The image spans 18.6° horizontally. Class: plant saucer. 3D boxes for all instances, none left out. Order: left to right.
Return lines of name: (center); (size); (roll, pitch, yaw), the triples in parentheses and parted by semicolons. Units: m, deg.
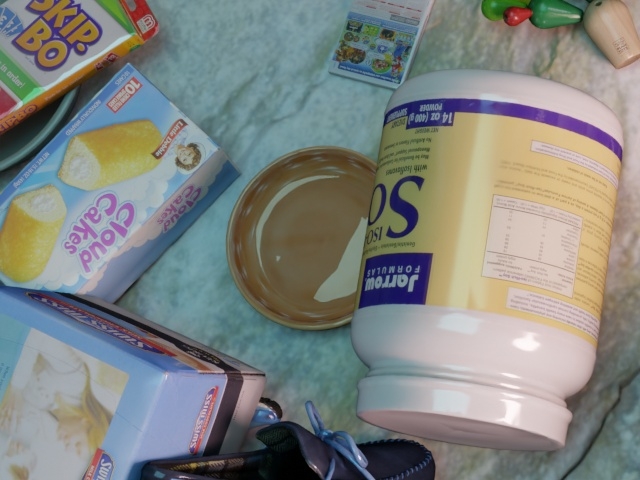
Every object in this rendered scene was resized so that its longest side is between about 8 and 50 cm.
plant saucer: (0.000, 0.000, 2.054); (0.200, 0.037, 0.200); (-4, 75, 15)

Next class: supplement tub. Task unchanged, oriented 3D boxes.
supplement tub: (0.159, 0.023, 1.894); (0.241, 0.241, 0.331); (6, 76, 17)

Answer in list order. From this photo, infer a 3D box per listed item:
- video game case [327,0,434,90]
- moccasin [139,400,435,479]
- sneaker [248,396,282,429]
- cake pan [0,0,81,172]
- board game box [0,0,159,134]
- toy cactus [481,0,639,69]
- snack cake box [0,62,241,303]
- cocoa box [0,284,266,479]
video game case: (0.067, -0.227, 2.110); (0.087, 0.011, 0.122); (16, 80, 18)
moccasin: (-0.021, 0.229, 1.849); (0.137, 0.342, 0.117); (12, 108, 46)
sneaker: (-0.109, 0.208, 2.023); (0.162, 0.063, 0.073); (-21, 80, 19)
cake pan: (-0.393, -0.200, 2.207); (0.293, 0.054, 0.293); (-4, 75, 14)
board game box: (-0.312, -0.213, 2.143); (0.259, 0.039, 0.124); (-31, 70, 3)
toy cactus: (0.281, -0.267, 2.024); (0.219, 0.112, 0.181); (-28, 79, -2)
snack cake box: (-0.236, -0.039, 2.097); (0.264, 0.089, 0.152); (-46, 67, -3)
cocoa box: (-0.249, 0.245, 1.915); (0.231, 0.228, 0.347); (23, 94, 24)
